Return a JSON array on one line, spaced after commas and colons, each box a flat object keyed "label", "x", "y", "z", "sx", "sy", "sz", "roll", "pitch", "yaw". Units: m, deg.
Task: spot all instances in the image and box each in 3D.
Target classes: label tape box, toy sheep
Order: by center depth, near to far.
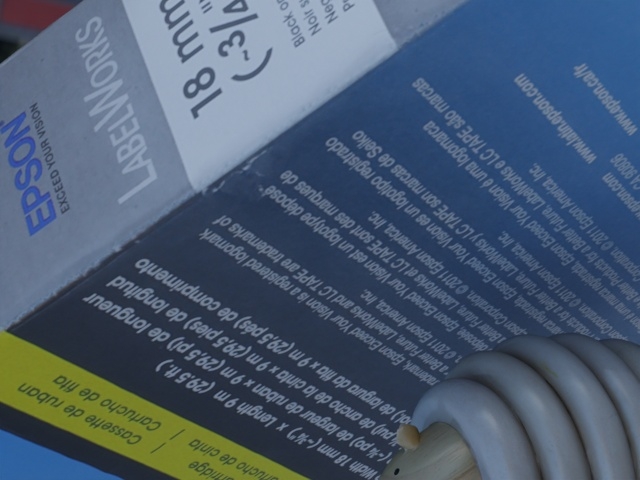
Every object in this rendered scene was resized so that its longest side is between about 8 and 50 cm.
[{"label": "toy sheep", "x": 0.075, "y": 0.070, "z": 0.496, "sx": 0.091, "sy": 0.132, "sz": 0.091, "roll": 40, "pitch": 138, "yaw": 49}, {"label": "label tape box", "x": 0.000, "y": 0.000, "z": 0.560, "sx": 0.334, "sy": 0.240, "sz": 0.106, "roll": -34, "pitch": 54, "yaw": 14}]
